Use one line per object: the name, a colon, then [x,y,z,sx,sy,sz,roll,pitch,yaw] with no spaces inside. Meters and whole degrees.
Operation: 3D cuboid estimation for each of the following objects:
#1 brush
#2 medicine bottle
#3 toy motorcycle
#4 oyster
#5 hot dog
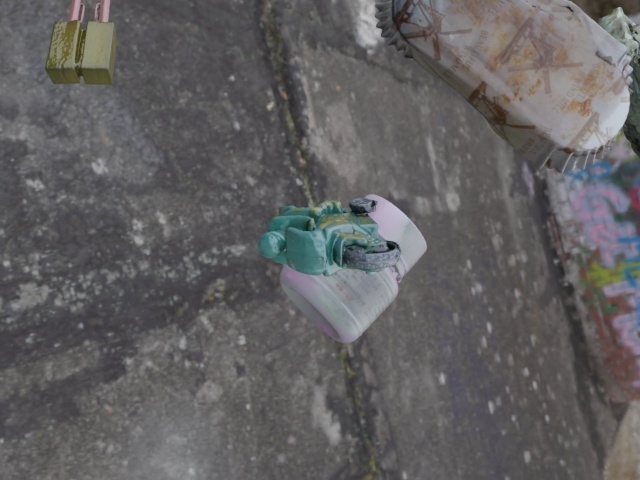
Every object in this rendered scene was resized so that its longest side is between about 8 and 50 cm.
brush: [-0.394,-0.371,1.292,0.047,0.103,0.233,93,-4,-64]
medicine bottle: [0.081,0.062,1.797,0.302,0.241,0.241,-45,130,-13]
toy motorcycle: [0.000,0.000,1.174,0.296,0.198,0.109,-121,-150,-73]
oyster: [0.429,-0.145,0.918,0.198,0.112,0.267,29,33,-59]
hot dog: [0.165,-0.166,0.678,0.253,0.131,0.069,35,8,1]
